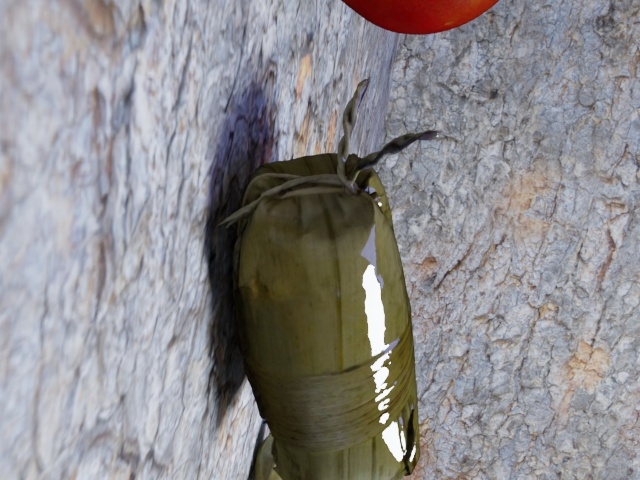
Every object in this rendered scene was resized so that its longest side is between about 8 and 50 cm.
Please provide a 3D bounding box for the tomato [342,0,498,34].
[{"bbox_3d":[0.094,-0.363,0.636,0.226,0.298,0.298,-38,-168,26],"label":"tomato"}]

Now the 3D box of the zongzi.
[{"bbox_3d":[-0.022,0.004,0.780,0.467,0.218,0.500,-114,-167,-58],"label":"zongzi"}]

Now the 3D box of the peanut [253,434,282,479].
[{"bbox_3d":[-0.081,0.428,1.002,0.098,0.090,0.214,48,51,-67],"label":"peanut"}]
